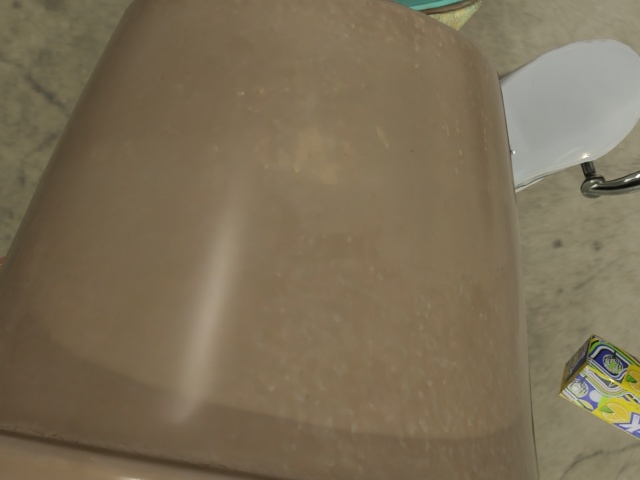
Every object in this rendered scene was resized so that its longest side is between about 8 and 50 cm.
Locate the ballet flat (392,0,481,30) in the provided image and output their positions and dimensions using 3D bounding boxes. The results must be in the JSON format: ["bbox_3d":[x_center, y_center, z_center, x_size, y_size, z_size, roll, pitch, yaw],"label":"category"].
[{"bbox_3d":[0.037,-0.223,1.581,0.123,0.349,0.123,24,120,48],"label":"ballet flat"}]

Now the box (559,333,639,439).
[{"bbox_3d":[0.341,0.170,1.467,0.169,0.054,0.059,29,133,-5],"label":"box"}]

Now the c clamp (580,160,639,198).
[{"bbox_3d":[0.246,-0.087,1.208,0.137,0.022,0.160,-23,40,9],"label":"c clamp"}]

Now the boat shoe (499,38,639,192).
[{"bbox_3d":[0.139,-0.074,1.108,0.267,0.088,0.096,-37,103,-12],"label":"boat shoe"}]

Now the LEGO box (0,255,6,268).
[{"bbox_3d":[-0.266,0.274,1.353,0.193,0.372,0.500,-7,98,15],"label":"LEGO box"}]

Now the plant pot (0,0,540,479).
[{"bbox_3d":[-0.019,0.032,0.522,0.263,0.263,0.229,7,80,22],"label":"plant pot"}]
